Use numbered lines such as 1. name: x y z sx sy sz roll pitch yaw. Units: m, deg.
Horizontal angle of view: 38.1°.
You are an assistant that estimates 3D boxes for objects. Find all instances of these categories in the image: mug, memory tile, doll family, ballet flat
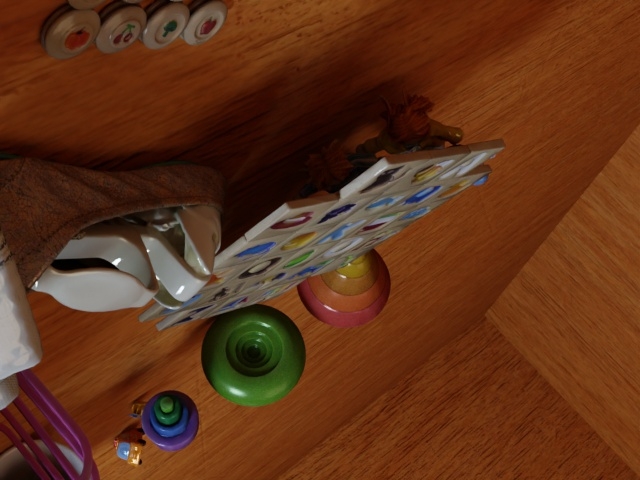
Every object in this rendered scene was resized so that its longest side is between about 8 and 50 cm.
1. mug: -0.315 0.317 1.026 0.113 0.150 0.169 2 151 -17
2. memory tile: -0.093 -0.157 0.554 0.148 0.012 0.113 -22 154 -50
3. doll family: 0.053 -0.077 0.975 0.263 0.118 0.163 -27 173 11
4. ballet flat: -0.142 0.004 0.681 0.107 0.106 0.316 -49 163 21

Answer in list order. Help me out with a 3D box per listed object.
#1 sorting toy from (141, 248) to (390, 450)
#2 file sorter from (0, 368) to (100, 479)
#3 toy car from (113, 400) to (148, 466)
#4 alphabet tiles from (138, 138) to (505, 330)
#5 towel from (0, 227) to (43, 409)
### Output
1. sorting toy: -0.057 0.103 1.081 0.365 0.127 0.126 -38 166 -19
2. file sorter: -0.280 0.195 0.685 0.182 0.202 0.291 -37 163 -29
3. toy car: -0.242 0.238 1.202 0.040 0.060 0.122 10 120 -14
4. alphabet tiles: 0.000 0.000 0.859 0.285 0.011 0.342 -13 164 -47
5. towel: -0.279 0.041 0.369 0.312 0.056 0.324 -31 140 -30
